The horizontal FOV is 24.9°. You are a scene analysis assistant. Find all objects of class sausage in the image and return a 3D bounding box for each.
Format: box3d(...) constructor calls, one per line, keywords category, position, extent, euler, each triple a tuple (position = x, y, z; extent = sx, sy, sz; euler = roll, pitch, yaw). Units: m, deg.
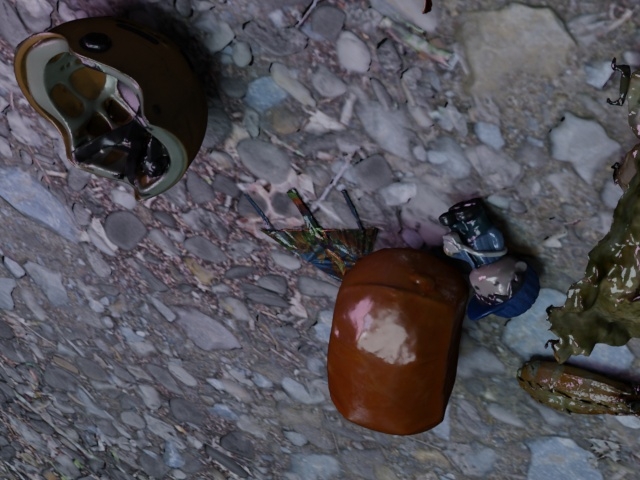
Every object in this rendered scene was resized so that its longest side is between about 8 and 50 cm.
box3d(category="sausage", position=(0.087, 0.115, 1.640), extent=(0.141, 0.153, 0.268), euler=(14, 141, 9))

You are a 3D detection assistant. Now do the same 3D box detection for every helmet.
box3d(category="helmet", position=(-0.211, -0.160, 1.576), extent=(0.224, 0.130, 0.198), euler=(36, 144, 16))

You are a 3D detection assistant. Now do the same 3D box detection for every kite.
box3d(category="kite", position=(0.000, 0.000, 1.702), extent=(0.182, 0.010, 0.160), euler=(0, 133, 41))

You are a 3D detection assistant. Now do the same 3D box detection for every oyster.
box3d(category="oyster", position=(0.293, -0.041, 1.273), extent=(0.133, 0.198, 0.337), euler=(15, 126, 8))

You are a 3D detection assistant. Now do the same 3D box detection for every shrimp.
box3d(category="shrimp", position=(0.302, 0.172, 1.636), extent=(0.184, 0.043, 0.091), euler=(6, 145, 46))

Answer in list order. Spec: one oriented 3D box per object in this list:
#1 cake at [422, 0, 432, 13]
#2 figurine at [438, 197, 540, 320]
box3d(category="cake", position=(0.115, -0.327, 1.138), extent=(0.098, 0.135, 0.287), euler=(30, 127, 15))
box3d(category="figurine", position=(0.179, 0.019, 1.536), extent=(0.077, 0.079, 0.136), euler=(-16, 99, 44))
